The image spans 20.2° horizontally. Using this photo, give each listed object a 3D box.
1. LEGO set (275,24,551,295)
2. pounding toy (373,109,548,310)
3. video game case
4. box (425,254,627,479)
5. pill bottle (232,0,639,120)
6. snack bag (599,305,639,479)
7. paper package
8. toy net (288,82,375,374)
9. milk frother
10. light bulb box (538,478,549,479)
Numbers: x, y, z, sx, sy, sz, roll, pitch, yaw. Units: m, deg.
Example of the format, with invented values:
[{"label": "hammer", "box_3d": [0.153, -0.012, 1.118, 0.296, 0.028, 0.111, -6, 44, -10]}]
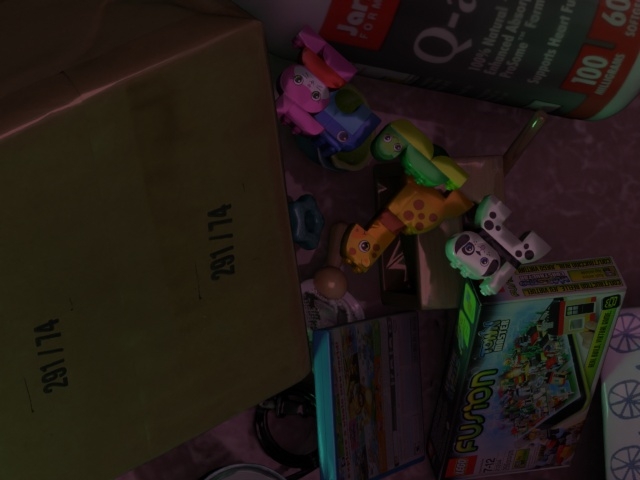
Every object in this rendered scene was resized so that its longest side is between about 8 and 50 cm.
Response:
[{"label": "LEGO set", "box_3d": [0.037, -0.033, 1.247, 0.227, 0.087, 0.093, 41, 80, -6]}, {"label": "pounding toy", "box_3d": [0.106, -0.022, 1.351, 0.100, 0.130, 0.141, -4, 92, -14]}, {"label": "video game case", "box_3d": [0.038, 0.118, 1.333, 0.015, 0.166, 0.119, -2, 92, 25]}, {"label": "box", "box_3d": [0.151, 0.100, 1.345, 0.114, 0.036, 0.207, -6, 136, -13]}, {"label": "pill bottle", "box_3d": [0.063, -0.218, 1.298, 0.363, 0.210, 0.210, 10, 89, -13]}, {"label": "snack bag", "box_3d": [0.374, 0.207, 1.375, 0.323, 0.037, 0.342, -2, 101, 4]}, {"label": "paper package", "box_3d": [-0.177, 0.000, 1.179, 0.309, 0.168, 0.325, -26, 134, -18]}, {"label": "toy net", "box_3d": [0.000, 0.000, 1.339, 0.122, 0.045, 0.232, -8, 91, -57]}, {"label": "milk frother", "box_3d": [-0.040, 0.173, 1.313, 0.129, 0.135, 0.143, -4, 83, -7]}, {"label": "light bulb box", "box_3d": [0.089, 0.405, 1.305, 0.358, 0.225, 0.361, -16, 94, -12]}]
